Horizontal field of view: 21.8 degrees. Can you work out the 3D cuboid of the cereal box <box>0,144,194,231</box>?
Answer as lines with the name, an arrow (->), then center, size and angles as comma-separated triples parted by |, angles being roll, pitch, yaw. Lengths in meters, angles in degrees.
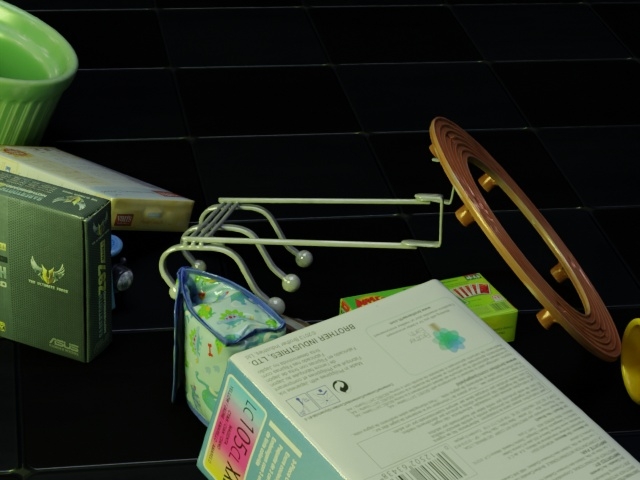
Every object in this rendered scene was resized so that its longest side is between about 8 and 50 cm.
cereal box -> -0.300, -0.066, 2.063 | 0.240, 0.047, 0.173 | 21, 10, 29

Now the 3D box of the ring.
ring -> 0.223, 0.002, 1.860 | 0.032, 0.336, 0.336 | -39, 18, 15

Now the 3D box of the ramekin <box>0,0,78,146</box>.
ramekin -> -0.486, -0.216, 2.193 | 0.303, 0.148, 0.303 | 19, 23, -9

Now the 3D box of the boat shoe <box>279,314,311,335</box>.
boat shoe -> 0.001, 0.124, 1.792 | 0.072, 0.068, 0.190 | -2, 27, -35

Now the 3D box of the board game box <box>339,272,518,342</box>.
board game box -> 0.122, 0.090, 1.885 | 0.181, 0.043, 0.092 | -9, 31, -23

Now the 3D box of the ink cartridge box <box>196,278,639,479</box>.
ink cartridge box -> 0.119, 0.234, 1.457 | 0.270, 0.151, 0.395 | -19, 47, -38

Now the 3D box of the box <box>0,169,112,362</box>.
box -> -0.340, 0.018, 1.821 | 0.232, 0.183, 0.059 | 15, 30, 19

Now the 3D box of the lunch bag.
lunch bag -> -0.109, 0.114, 1.728 | 0.096, 0.129, 0.151 | -14, 34, -30

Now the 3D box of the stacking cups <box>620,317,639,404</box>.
stacking cups -> 0.493, 0.132, 1.816 | 0.316, 0.096, 0.096 | 1, 29, -12

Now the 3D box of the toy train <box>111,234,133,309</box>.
toy train -> -0.305, 0.026, 1.925 | 0.184, 0.080, 0.105 | 25, 44, 31

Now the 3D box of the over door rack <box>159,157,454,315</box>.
over door rack -> 0.000, 0.000, 1.895 | 0.324, 0.108, 0.239 | -10, 12, 10
